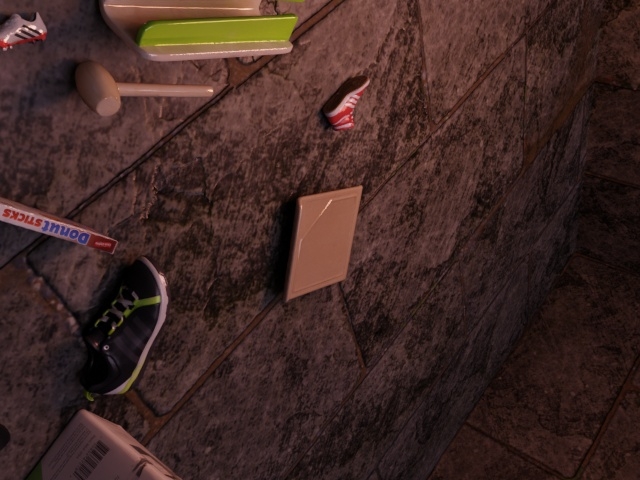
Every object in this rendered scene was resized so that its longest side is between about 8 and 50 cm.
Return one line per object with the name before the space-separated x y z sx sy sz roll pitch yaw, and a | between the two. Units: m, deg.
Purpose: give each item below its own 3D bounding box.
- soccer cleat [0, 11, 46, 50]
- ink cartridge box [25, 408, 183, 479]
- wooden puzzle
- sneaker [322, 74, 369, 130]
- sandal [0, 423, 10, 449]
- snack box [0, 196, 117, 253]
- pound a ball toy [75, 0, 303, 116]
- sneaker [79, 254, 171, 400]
soccer cleat | -0.345 -0.233 0.703 0.083 0.029 0.035 -34 126 -43
ink cartridge box | -0.307 0.410 0.929 0.198 0.273 0.114 -55 145 -16
wooden puzzle | 0.000 0.000 1.315 0.239 0.044 0.220 -20 125 -53
sneaker | 0.057 -0.262 1.223 0.118 0.042 0.067 -45 138 -16
sandal | -0.481 0.265 0.809 0.179 0.040 0.067 30 85 -56
snack box | -0.345 -0.022 0.798 0.178 0.064 0.022 27 86 -56
pound a ball toy | -0.173 -0.297 0.837 0.319 0.135 0.208 -22 153 -46
sneaker | -0.298 0.136 0.943 0.097 0.084 0.234 2 108 -53
